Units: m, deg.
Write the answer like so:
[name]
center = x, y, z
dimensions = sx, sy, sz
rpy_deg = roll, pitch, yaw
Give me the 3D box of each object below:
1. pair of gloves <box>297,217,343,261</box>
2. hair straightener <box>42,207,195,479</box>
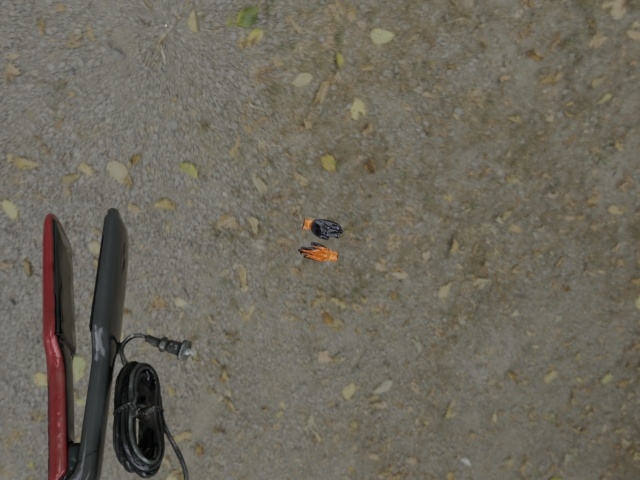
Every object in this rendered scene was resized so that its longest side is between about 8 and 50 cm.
[pair of gloves]
center = 0.000, 0.000, 1.044
dimensions = 0.074, 0.010, 0.083
rpy_deg = 10, 115, -2
[hair straightener]
center = -0.120, 0.075, 0.347
dimensions = 0.089, 0.231, 0.047
rpy_deg = -9, 145, -9
